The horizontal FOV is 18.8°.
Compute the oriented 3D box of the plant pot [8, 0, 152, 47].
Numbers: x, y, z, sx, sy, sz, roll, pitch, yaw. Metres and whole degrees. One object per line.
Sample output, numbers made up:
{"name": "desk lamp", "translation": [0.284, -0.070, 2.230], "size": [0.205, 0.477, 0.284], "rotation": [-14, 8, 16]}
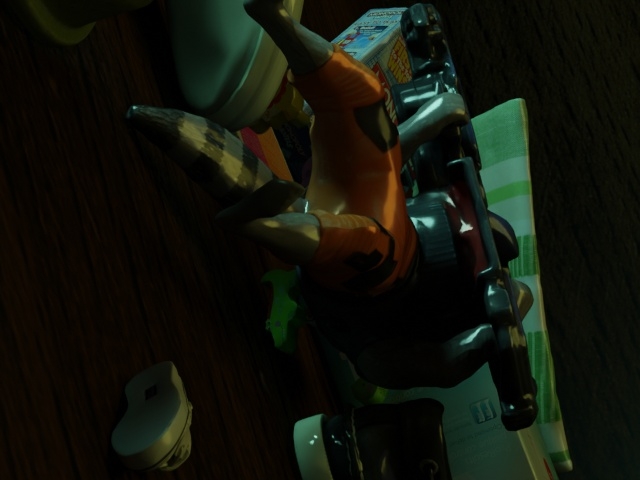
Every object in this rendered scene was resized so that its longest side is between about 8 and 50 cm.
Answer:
{"name": "plant pot", "translation": [-0.038, -0.253, 1.023], "size": [0.276, 0.254, 0.276], "rotation": [-6, 90, -81]}

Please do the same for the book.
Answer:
{"name": "book", "translation": [-0.059, -0.081, 1.460], "size": [0.096, 0.035, 0.144], "rotation": [49, 19, -57]}

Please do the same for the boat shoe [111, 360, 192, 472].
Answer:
{"name": "boat shoe", "translation": [-0.072, 0.088, 0.877], "size": [0.035, 0.035, 0.100], "rotation": [62, 2, -15]}

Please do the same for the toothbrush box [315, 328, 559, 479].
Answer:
{"name": "toothbrush box", "translation": [0.115, 0.182, 1.524], "size": [0.216, 0.126, 0.295], "rotation": [50, 20, -66]}

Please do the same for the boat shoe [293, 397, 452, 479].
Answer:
{"name": "boat shoe", "translation": [0.100, 0.243, 1.279], "size": [0.127, 0.113, 0.340], "rotation": [-87, 153, -71]}

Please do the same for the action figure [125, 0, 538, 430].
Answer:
{"name": "action figure", "translation": [0.021, -0.037, 1.272], "size": [0.330, 0.179, 0.341], "rotation": [56, 18, -47]}

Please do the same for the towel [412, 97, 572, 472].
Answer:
{"name": "towel", "translation": [0.150, 0.056, 1.751], "size": [0.248, 0.038, 0.324], "rotation": [156, -70, -69]}

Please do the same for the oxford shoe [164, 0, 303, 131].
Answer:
{"name": "oxford shoe", "translation": [-0.096, -0.294, 1.363], "size": [0.130, 0.169, 0.449], "rotation": [5, 75, -35]}

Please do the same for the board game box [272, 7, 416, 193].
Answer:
{"name": "board game box", "translation": [0.043, -0.109, 1.738], "size": [0.194, 0.060, 0.194], "rotation": [-57, 134, -32]}

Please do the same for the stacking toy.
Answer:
{"name": "stacking toy", "translation": [0.000, 0.000, 1.408], "size": [0.167, 0.052, 0.221], "rotation": [37, 48, -55]}
